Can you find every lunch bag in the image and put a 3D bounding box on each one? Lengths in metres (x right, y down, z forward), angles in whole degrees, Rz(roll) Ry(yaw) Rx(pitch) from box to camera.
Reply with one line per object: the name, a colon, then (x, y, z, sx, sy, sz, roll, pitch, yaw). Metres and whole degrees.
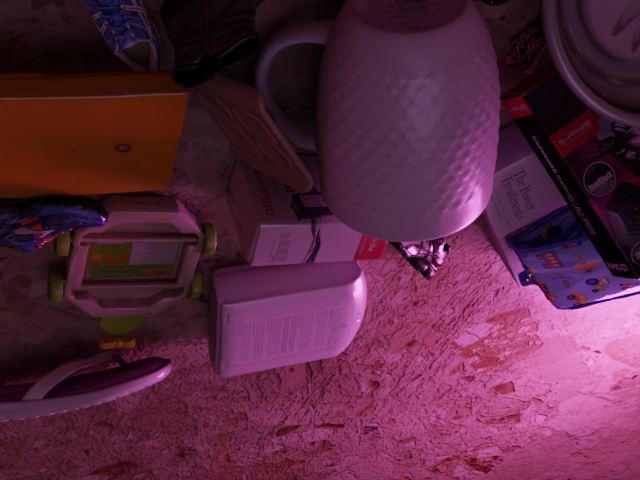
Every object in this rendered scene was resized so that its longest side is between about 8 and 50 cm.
lunch bag: (0.518, 0.030, 1.743, 0.293, 0.138, 0.221, -25, 133, 22)

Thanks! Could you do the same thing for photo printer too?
photo printer: (-0.061, 0.142, 1.784, 0.308, 0.107, 0.256, -9, 139, -15)

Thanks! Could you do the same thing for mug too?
mug: (0.081, -0.214, 1.360, 0.374, 0.276, 0.328, 8, 136, 12)

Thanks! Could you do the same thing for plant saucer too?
plant saucer: (0.500, -0.374, 1.388, 0.401, 0.100, 0.400, -3, 104, -14)

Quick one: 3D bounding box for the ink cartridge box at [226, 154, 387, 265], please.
ink cartridge box: (-0.021, -0.055, 1.533, 0.237, 0.172, 0.100, -2, 136, -21)

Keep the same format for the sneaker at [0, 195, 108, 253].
sneaker: (-0.444, -0.025, 1.435, 0.221, 0.083, 0.087, -4, 110, -5)

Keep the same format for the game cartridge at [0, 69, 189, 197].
game cartridge: (-0.365, -0.148, 1.312, 0.324, 0.052, 0.285, -3, 156, -17)

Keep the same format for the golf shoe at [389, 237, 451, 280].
golf shoe: (0.186, -0.004, 1.770, 0.094, 0.077, 0.198, -44, 141, 4)

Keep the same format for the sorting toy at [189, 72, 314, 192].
sorting toy: (-0.107, -0.175, 1.369, 0.038, 0.193, 0.208, -49, 141, -16)

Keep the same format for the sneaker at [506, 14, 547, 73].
sneaker: (0.342, -0.327, 1.494, 0.057, 0.047, 0.119, 8, 132, -15)

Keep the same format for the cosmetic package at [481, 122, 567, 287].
cosmetic package: (0.450, -0.095, 1.757, 0.284, 0.097, 0.377, -30, 140, 5)

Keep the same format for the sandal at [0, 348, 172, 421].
sandal: (-0.490, 0.260, 1.727, 0.416, 0.169, 0.102, -12, 99, -11)

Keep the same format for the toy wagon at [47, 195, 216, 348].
toy wagon: (-0.340, 0.061, 1.606, 0.267, 0.068, 0.344, 0, 136, -24)

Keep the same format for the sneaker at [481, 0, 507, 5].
sneaker: (0.258, -0.454, 1.246, 0.109, 0.130, 0.286, -10, 138, -11)

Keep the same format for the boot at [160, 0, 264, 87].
boot: (-0.099, -0.305, 1.228, 0.247, 0.161, 0.083, -31, 139, 11)

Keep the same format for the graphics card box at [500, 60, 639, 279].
graphics card box: (0.495, -0.148, 1.511, 0.233, 0.094, 0.371, -35, 99, -9)

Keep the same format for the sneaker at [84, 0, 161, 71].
sneaker: (-0.264, -0.303, 1.220, 0.080, 0.081, 0.211, -25, 140, 5)
